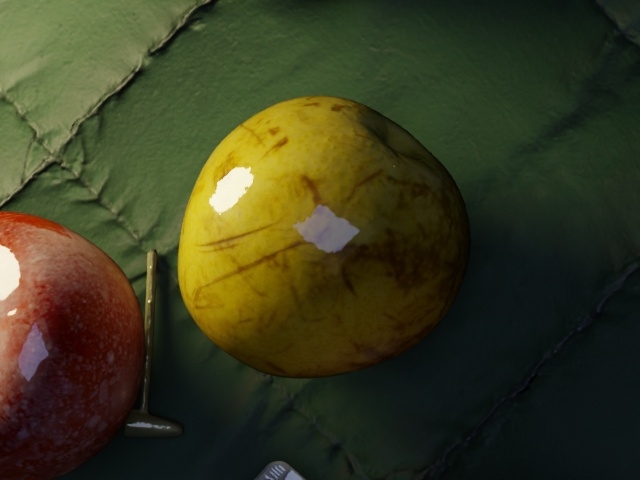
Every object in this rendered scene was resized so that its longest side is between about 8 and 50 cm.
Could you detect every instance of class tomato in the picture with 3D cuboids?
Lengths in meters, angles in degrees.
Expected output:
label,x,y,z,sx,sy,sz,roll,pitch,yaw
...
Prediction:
label,x,y,z,sx,sy,sz,roll,pitch,yaw
tomato,-0.295,0.111,1.659,0.270,0.227,0.270,-8,74,27

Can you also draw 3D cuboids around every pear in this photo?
label,x,y,z,sx,sy,sz,roll,pitch,yaw
pear,0.000,0.000,1.624,0.280,0.281,0.281,-1,85,6

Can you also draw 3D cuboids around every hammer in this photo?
label,x,y,z,sx,sy,sz,roll,pitch,yaw
hammer,-0.167,0.105,1.747,0.060,0.028,0.195,3,84,1

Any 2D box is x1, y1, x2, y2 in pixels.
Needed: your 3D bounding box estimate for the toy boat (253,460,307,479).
label,x,y,z,sx,sy,sz,roll,pitch,yaw
toy boat,-0.080,0.352,1.663,0.141,0.141,0.269,40,76,8
